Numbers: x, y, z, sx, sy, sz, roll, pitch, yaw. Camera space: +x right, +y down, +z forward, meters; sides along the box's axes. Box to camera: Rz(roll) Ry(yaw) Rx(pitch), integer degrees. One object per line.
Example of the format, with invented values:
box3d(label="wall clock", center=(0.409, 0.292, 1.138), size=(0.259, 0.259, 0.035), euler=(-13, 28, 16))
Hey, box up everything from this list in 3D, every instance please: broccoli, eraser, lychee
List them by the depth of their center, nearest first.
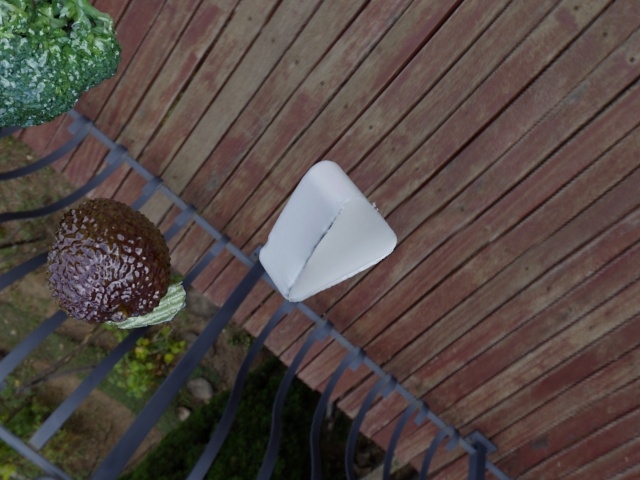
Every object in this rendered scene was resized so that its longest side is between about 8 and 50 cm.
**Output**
box3d(label="broccoli", center=(-0.339, -0.232, 0.573), size=(0.294, 0.265, 0.246), euler=(11, 86, -12))
box3d(label="lychee", center=(-0.410, 0.040, 1.153), size=(0.235, 0.271, 0.236), euler=(-12, 151, -7))
box3d(label="eraser", center=(0.000, 0.000, 1.412), size=(0.150, 0.331, 0.331), euler=(50, 125, 30))

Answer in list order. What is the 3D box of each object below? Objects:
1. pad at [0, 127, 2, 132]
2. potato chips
box3d(label="pad", center=(-0.803, -0.318, 1.219), size=(0.063, 0.315, 0.376), euler=(10, 77, 28))
box3d(label="potato chips", center=(-0.391, 0.149, 1.290), size=(0.207, 0.028, 0.092), euler=(-16, 98, -15))
